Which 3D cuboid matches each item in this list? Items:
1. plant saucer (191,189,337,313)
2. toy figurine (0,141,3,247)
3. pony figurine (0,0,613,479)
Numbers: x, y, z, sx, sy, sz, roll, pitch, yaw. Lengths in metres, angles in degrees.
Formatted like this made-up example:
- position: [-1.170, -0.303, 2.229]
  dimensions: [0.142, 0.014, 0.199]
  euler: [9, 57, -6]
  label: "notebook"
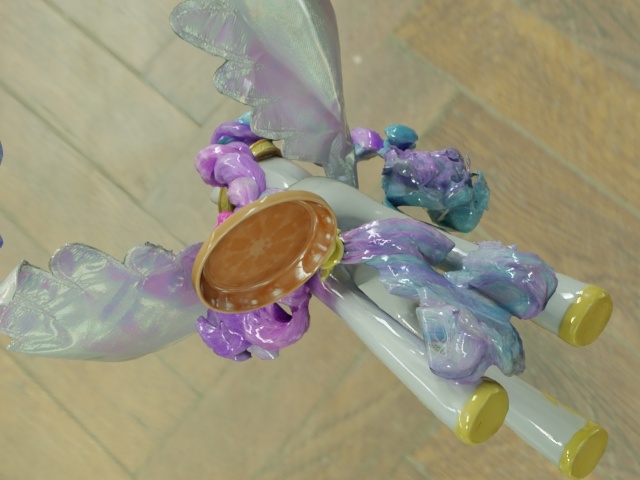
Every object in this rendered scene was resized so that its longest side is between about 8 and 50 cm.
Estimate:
- position: [-0.030, 0.005, 0.902]
  dimensions: [0.083, 0.083, 0.013]
  euler: [-39, 56, 4]
  label: "plant saucer"
- position: [-0.306, 0.004, 1.171]
  dimensions: [0.217, 0.191, 0.362]
  euler: [-33, 62, 7]
  label: "toy figurine"
- position: [0.000, 0.000, 1.096]
  dimensions: [0.363, 0.351, 0.302]
  euler: [33, 93, 30]
  label: "pony figurine"
